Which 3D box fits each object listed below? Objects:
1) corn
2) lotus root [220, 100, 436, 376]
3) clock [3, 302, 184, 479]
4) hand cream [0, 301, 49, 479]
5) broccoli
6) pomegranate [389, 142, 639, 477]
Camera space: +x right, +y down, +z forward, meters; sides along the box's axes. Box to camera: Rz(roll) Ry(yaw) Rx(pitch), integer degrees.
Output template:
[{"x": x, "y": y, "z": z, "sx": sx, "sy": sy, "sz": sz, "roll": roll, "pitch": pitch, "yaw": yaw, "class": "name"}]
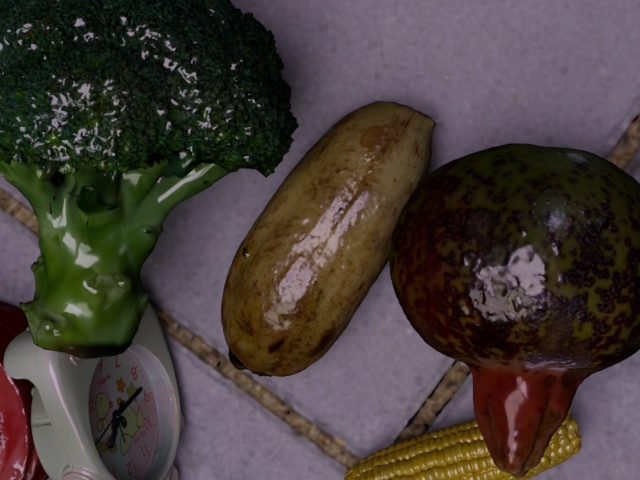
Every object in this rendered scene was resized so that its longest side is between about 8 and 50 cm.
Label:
[{"x": 0.112, "y": 0.181, "z": 1.150, "sx": 0.206, "sy": 0.067, "sz": 0.067, "roll": -22, "pitch": 93, "yaw": 11, "class": "corn"}, {"x": 0.000, "y": 0.000, "z": 1.134, "sx": 0.110, "sy": 0.097, "sz": 0.258, "roll": 32, "pitch": 99, "yaw": 8, "class": "lotus root"}, {"x": -0.175, "y": 0.146, "z": 1.163, "sx": 0.062, "sy": 0.151, "sz": 0.191, "roll": -10, "pitch": 100, "yaw": 28, "class": "clock"}, {"x": -0.310, "y": 0.147, "z": 1.200, "sx": 0.193, "sy": 0.125, "sz": 0.193, "roll": 2, "pitch": 99, "yaw": 11, "class": "hand cream"}, {"x": -0.158, "y": -0.074, "z": 1.069, "sx": 0.297, "sy": 0.297, "sz": 0.297, "roll": 16, "pitch": 109, "yaw": 9, "class": "broccoli"}, {"x": 0.151, "y": 0.051, "z": 1.046, "sx": 0.214, "sy": 0.214, "sz": 0.248, "roll": 8, "pitch": 87, "yaw": 10, "class": "pomegranate"}]
